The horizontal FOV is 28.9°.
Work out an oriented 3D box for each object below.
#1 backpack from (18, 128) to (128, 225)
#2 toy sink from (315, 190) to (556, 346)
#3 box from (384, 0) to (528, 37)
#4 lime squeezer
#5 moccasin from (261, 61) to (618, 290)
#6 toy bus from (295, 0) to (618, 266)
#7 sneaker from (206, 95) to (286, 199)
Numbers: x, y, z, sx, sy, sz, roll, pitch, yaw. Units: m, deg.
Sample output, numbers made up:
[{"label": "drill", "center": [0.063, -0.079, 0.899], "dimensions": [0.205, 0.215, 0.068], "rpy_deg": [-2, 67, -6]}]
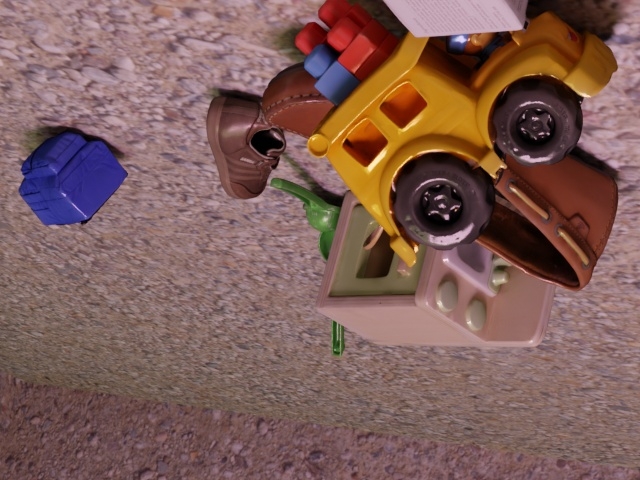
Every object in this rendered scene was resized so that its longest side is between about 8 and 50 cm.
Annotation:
[{"label": "backpack", "center": [-0.309, -0.077, 1.508], "dimensions": [0.120, 0.098, 0.101], "rpy_deg": [-11, 120, 52]}, {"label": "toy sink", "center": [0.130, 0.026, 1.377], "dimensions": [0.234, 0.152, 0.131], "rpy_deg": [-2, 155, 43]}, {"label": "box", "center": [0.088, -0.203, 0.823], "dimensions": [0.087, 0.101, 0.102], "rpy_deg": [2, 158, 34]}, {"label": "lime squeezer", "center": [0.000, 0.000, 1.484], "dimensions": [0.059, 0.110, 0.310], "rpy_deg": [24, 149, 33]}, {"label": "moccasin", "center": [0.112, -0.055, 1.161], "dimensions": [0.380, 0.147, 0.139], "rpy_deg": [26, 158, -31]}, {"label": "toy bus", "center": [0.090, -0.125, 0.977], "dimensions": [0.211, 0.149, 0.220], "rpy_deg": [45, 114, -5]}, {"label": "sneaker", "center": [-0.070, -0.089, 1.327], "dimensions": [0.071, 0.066, 0.188], "rpy_deg": [9, 161, 13]}]
